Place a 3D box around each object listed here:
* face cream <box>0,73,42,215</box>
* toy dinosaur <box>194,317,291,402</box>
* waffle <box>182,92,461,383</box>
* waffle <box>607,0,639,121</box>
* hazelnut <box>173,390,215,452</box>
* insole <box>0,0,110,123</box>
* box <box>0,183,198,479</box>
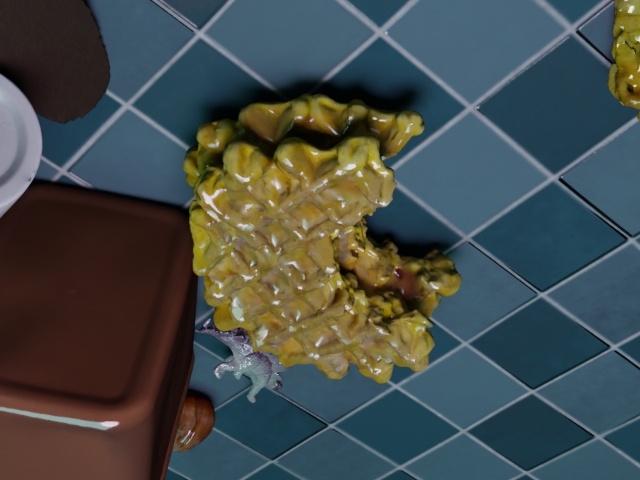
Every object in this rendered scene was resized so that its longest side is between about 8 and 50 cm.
[{"bbox_3d":[-0.396,-0.055,1.124,0.145,0.145,0.370,29,157,-19],"label":"face cream"},{"bbox_3d":[-0.093,0.140,1.357,0.082,0.039,0.209,-33,141,12],"label":"toy dinosaur"},{"bbox_3d":[0.000,0.000,1.151,0.261,0.151,0.324,-4,129,18],"label":"waffle"},{"bbox_3d":[0.406,-0.181,0.977,0.302,0.068,0.325,-25,124,28],"label":"waffle"},{"bbox_3d":[-0.183,0.237,1.449,0.086,0.086,0.086,4,134,4],"label":"hazelnut"},{"bbox_3d":[-0.275,-0.204,0.990,0.007,0.111,0.328,37,173,28],"label":"insole"},{"bbox_3d":[-0.267,0.129,1.185,0.240,0.339,0.229,10,131,-2],"label":"box"}]
